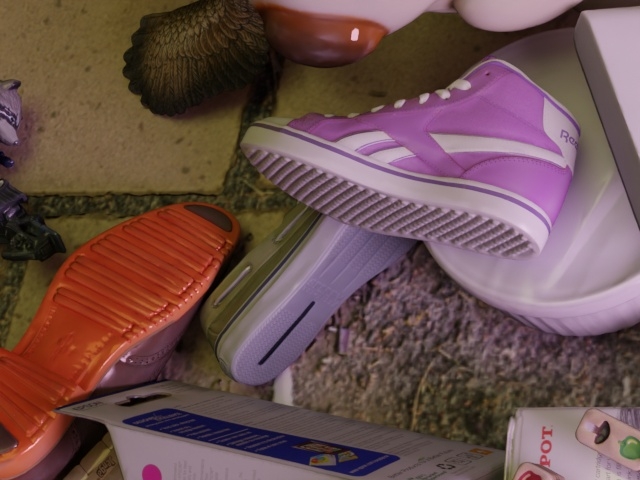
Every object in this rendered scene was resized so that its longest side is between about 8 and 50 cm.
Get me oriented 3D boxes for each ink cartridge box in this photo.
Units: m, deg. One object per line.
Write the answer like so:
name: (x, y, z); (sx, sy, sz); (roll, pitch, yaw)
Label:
ink cartridge box: (-0.031, 0.188, 1.322); (0.370, 0.175, 0.069); (11, 100, 29)
ink cartridge box: (0.258, 0.217, 1.222); (0.217, 0.092, 0.159); (-2, 66, 23)

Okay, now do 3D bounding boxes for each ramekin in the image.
ramekin: (0.224, -0.040, 1.350); (0.272, 0.127, 0.273); (-11, 60, 20)

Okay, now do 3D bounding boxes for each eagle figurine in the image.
eagle figurine: (-0.106, -0.265, 1.592); (0.298, 0.225, 0.226); (-12, 75, 8)

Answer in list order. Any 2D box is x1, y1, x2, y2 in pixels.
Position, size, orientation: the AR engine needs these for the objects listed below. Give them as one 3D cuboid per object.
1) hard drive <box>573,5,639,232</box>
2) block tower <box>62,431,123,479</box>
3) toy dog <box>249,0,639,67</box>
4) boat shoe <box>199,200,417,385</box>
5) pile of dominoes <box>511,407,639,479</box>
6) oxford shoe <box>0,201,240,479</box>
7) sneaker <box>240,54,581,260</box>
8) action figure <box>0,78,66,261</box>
hard drive: (0.402, -0.098, 1.241); (0.353, 0.047, 0.233); (-6, 59, -12)
block tower: (-0.103, 0.293, 1.357); (0.097, 0.091, 0.335); (-47, 55, -2)
toy dog: (0.109, -0.305, 1.339); (0.395, 0.407, 0.285); (1, 105, 61)
boat shoe: (0.000, 0.000, 1.450); (0.302, 0.109, 0.094); (-45, 53, 2)
pile of dominoes: (0.242, 0.255, 1.134); (0.251, 0.040, 0.196); (28, 92, 27)
oxford shoe: (-0.207, 0.105, 1.489); (0.130, 0.133, 0.364); (30, 60, 28)
sneaker: (0.081, -0.089, 1.312); (0.282, 0.102, 0.161); (16, 69, 20)
action figure: (-0.426, -0.075, 1.615); (0.341, 0.179, 0.330); (21, 43, 34)
